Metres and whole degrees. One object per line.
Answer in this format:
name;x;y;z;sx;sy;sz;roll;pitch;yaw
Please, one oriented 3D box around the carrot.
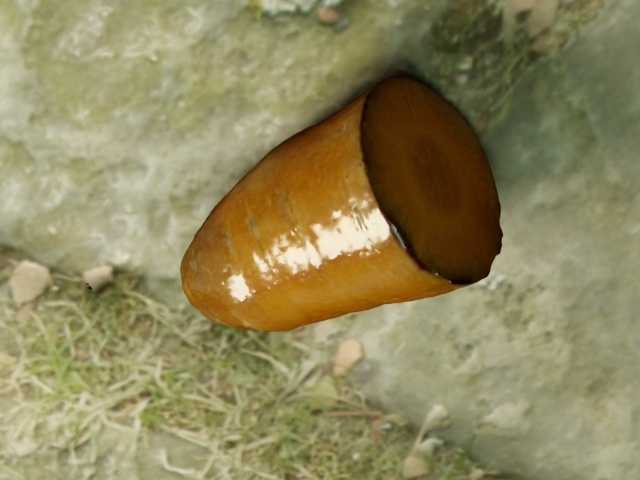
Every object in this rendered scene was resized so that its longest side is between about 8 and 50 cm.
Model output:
carrot;0.000;0.000;1.329;0.225;0.159;0.159;-28;121;29
